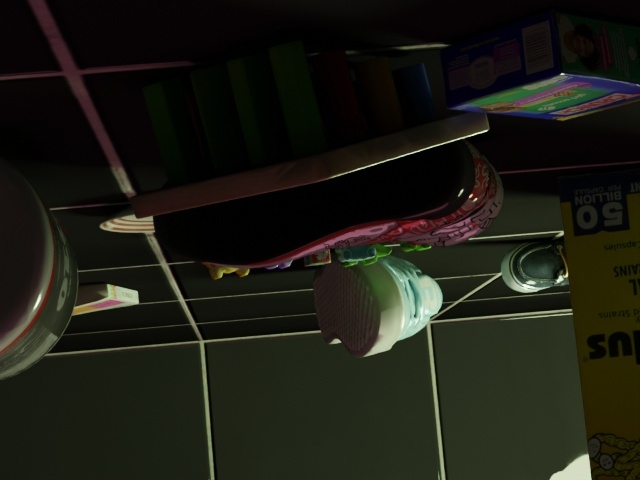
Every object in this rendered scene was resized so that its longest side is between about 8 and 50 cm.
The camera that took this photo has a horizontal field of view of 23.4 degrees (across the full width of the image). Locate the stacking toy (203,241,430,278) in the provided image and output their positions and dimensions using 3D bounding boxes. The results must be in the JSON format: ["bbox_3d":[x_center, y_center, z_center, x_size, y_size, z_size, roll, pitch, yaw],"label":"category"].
[{"bbox_3d":[0.000,0.000,1.616,0.221,0.052,0.167,-4,175,-22],"label":"stacking toy"}]

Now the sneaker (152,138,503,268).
[{"bbox_3d":[0.012,-0.025,1.237,0.270,0.090,0.145,-11,169,23],"label":"sneaker"}]

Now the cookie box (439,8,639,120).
[{"bbox_3d":[0.141,-0.101,0.911,0.107,0.040,0.092,1,171,-41],"label":"cookie box"}]

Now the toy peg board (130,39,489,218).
[{"bbox_3d":[-0.013,-0.077,0.932,0.161,0.079,0.161,-9,-173,43],"label":"toy peg board"}]

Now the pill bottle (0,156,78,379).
[{"bbox_3d":[-0.266,0.025,1.152,0.161,0.161,0.283,-5,173,-4],"label":"pill bottle"}]

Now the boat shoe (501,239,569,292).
[{"bbox_3d":[0.322,0.024,1.989,0.183,0.065,0.083,-7,173,-37],"label":"boat shoe"}]

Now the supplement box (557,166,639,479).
[{"bbox_3d":[0.356,0.110,1.491,0.194,0.356,0.195,-8,173,17],"label":"supplement box"}]

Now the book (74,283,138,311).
[{"bbox_3d":[-0.313,0.081,2.098,0.096,0.035,0.144,-9,173,7],"label":"book"}]

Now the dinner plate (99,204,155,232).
[{"bbox_3d":[-0.134,-0.025,1.427,0.141,0.017,0.141,-4,173,0],"label":"dinner plate"}]

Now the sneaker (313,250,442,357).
[{"bbox_3d":[0.085,0.065,1.933,0.150,0.135,0.366,-12,-177,-9],"label":"sneaker"}]
